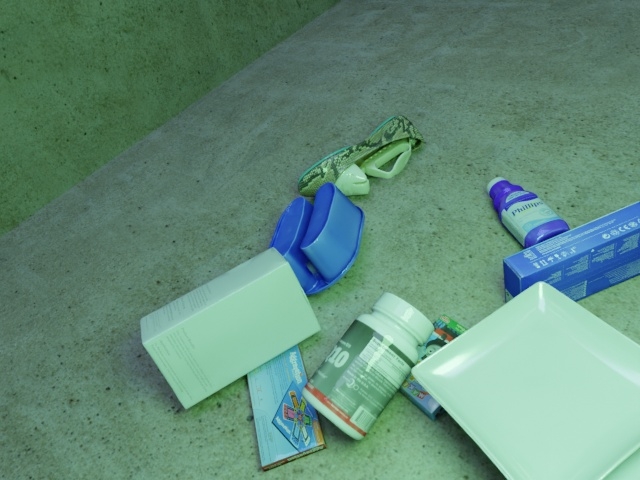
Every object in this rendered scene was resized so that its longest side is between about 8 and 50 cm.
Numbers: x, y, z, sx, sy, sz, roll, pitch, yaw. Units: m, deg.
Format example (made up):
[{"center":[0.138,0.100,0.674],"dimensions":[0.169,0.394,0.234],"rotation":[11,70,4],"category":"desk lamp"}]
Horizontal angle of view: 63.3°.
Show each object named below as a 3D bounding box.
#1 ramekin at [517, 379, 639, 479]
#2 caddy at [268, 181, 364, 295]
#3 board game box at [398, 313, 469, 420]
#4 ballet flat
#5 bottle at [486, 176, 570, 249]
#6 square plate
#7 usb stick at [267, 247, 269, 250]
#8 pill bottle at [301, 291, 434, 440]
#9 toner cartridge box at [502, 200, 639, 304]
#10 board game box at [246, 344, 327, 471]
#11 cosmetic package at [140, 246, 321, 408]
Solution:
[{"center":[0.461,0.371,0.914],"dimensions":[0.273,0.127,0.273],"rotation":[-12,41,10],"category":"ramekin"},{"center":[0.000,0.000,1.487],"dimensions":[0.241,0.179,0.341],"rotation":[-24,33,33],"category":"caddy"},{"center":[0.267,0.278,1.166],"dimensions":[0.211,0.039,0.160],"rotation":[-37,43,-18],"category":"board game box"},{"center":[0.158,-0.257,1.741],"dimensions":[0.483,0.164,0.182],"rotation":[-34,62,-19],"category":"ballet flat"},{"center":[0.548,-0.075,1.407],"dimensions":[0.118,0.092,0.283],"rotation":[-21,40,0],"category":"bottle"},{"center":[0.401,0.260,0.927],"dimensions":[0.347,0.049,0.344],"rotation":[-30,40,-13],"category":"square plate"},{"center":[-0.177,0.111,1.528],"dimensions":[0.077,0.045,0.278],"rotation":[8,47,30],"category":"usb stick"},{"center":[0.105,0.260,1.106],"dimensions":[0.161,0.161,0.283],"rotation":[29,75,42],"category":"pill bottle"},{"center":[0.595,0.054,1.189],"dimensions":[0.348,0.165,0.075],"rotation":[-22,40,-4],"category":"toner cartridge box"},{"center":[-0.088,0.377,1.207],"dimensions":[0.145,0.027,0.281],"rotation":[-22,40,0],"category":"board game box"},{"center":[-0.220,0.208,1.287],"dimensions":[0.385,0.217,0.156],"rotation":[-28,22,-13],"category":"cosmetic package"}]
